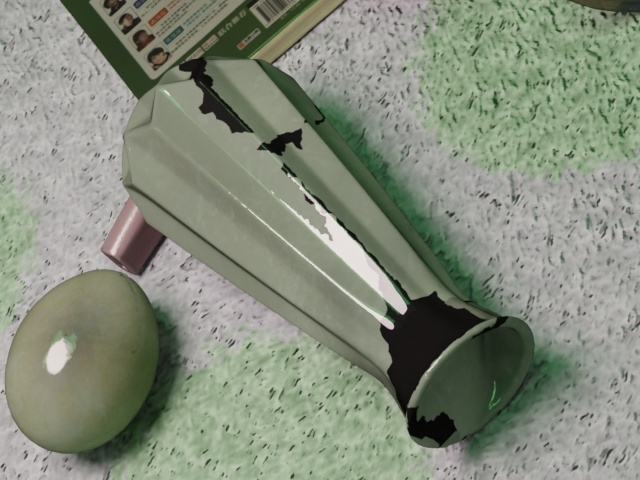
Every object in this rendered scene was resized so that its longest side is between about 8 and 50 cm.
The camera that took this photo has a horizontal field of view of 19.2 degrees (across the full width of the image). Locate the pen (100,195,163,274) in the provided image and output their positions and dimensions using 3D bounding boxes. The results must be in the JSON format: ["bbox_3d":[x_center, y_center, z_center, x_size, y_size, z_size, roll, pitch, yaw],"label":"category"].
[{"bbox_3d":[-0.118,-0.065,1.574,0.032,0.053,0.197,23,75,34],"label":"pen"}]

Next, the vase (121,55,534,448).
[{"bbox_3d":[0.000,0.000,1.417,0.165,0.165,0.360,-46,55,-3],"label":"vase"}]

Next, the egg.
[{"bbox_3d":[-0.184,0.093,1.477,0.114,0.114,0.152,9,62,32],"label":"egg"}]

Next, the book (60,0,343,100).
[{"bbox_3d":[-0.118,-0.229,1.691,0.202,0.027,0.264,-41,52,2],"label":"book"}]

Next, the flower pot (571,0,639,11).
[{"bbox_3d":[0.244,-0.319,1.449,0.212,0.212,0.202,-16,47,20],"label":"flower pot"}]
